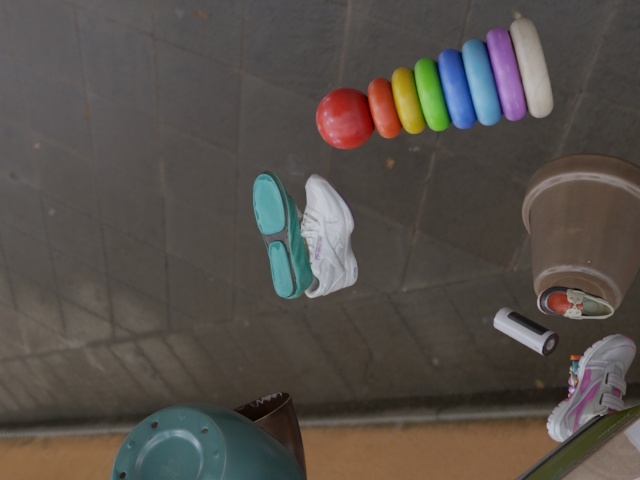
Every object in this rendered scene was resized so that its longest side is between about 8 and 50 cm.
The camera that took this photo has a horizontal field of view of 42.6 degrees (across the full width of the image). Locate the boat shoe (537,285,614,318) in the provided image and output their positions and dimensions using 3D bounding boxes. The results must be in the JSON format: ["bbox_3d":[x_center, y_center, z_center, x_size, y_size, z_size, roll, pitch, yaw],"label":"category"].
[{"bbox_3d":[0.405,0.102,1.305,0.043,0.137,0.049,20,98,61],"label":"boat shoe"}]

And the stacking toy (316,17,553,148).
[{"bbox_3d":[0.154,-0.204,1.176,0.330,0.141,0.141,-14,119,15],"label":"stacking toy"}]

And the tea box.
[{"bbox_3d":[0.500,0.459,1.283,0.329,0.220,0.323,54,168,13],"label":"tea box"}]

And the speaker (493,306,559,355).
[{"bbox_3d":[0.438,0.193,1.756,0.136,0.055,0.055,31,144,46],"label":"speaker"}]

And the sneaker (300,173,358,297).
[{"bbox_3d":[0.000,0.000,1.848,0.114,0.152,0.305,33,141,50],"label":"sneaker"}]

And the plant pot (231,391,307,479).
[{"bbox_3d":[-0.123,0.501,1.895,0.215,0.215,0.230,-19,96,44],"label":"plant pot"}]

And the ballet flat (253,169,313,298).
[{"bbox_3d":[-0.067,-0.014,1.565,0.083,0.087,0.247,-9,94,37],"label":"ballet flat"}]

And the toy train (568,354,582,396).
[{"bbox_3d":[0.575,0.331,1.820,0.046,0.125,0.166,3,132,15],"label":"toy train"}]

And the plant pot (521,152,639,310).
[{"bbox_3d":[0.482,0.012,1.487,0.263,0.229,0.263,16,145,12],"label":"plant pot"}]

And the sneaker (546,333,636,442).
[{"bbox_3d":[0.553,0.304,1.600,0.103,0.252,0.111,23,-174,-28],"label":"sneaker"}]

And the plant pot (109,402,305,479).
[{"bbox_3d":[-0.191,0.388,1.284,0.293,0.293,0.235,14,152,26],"label":"plant pot"}]
